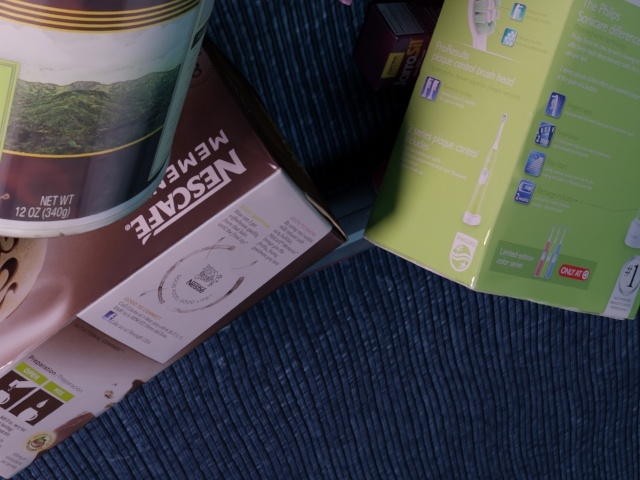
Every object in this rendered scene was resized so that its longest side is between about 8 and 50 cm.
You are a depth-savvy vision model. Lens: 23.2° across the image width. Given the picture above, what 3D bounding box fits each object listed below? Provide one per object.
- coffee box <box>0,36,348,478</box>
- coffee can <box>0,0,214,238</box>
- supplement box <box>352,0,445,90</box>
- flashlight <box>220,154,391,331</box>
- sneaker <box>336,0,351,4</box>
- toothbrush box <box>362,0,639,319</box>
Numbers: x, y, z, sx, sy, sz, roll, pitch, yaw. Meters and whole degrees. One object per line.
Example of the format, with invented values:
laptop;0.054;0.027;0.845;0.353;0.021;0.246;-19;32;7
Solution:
coffee box;-0.155;0.005;1.085;0.297;0.168;0.119;-35;145;6
coffee can;-0.149;-0.167;0.846;0.201;0.201;0.275;-9;140;-30
supplement box;0.075;-0.149;1.178;0.083;0.043;0.055;-9;141;-28
flashlight;0.000;0.000;1.270;0.304;0.103;0.103;-23;120;-6
sneaker;0.050;-0.198;1.087;0.119;0.057;0.047;-26;143;-10
toothbrush box;0.181;-0.100;1.158;0.206;0.122;0.283;10;102;-45
